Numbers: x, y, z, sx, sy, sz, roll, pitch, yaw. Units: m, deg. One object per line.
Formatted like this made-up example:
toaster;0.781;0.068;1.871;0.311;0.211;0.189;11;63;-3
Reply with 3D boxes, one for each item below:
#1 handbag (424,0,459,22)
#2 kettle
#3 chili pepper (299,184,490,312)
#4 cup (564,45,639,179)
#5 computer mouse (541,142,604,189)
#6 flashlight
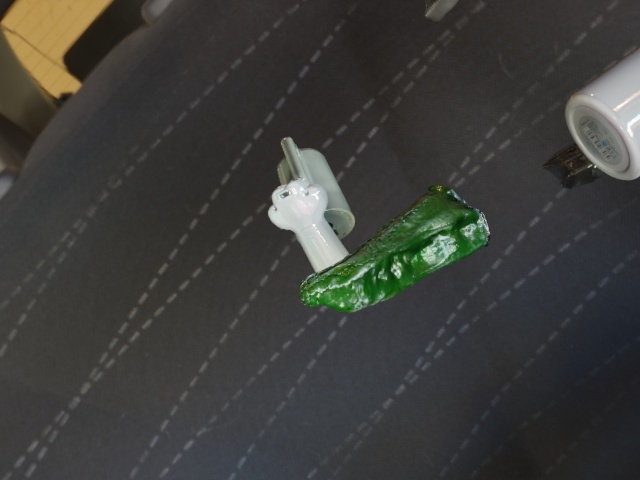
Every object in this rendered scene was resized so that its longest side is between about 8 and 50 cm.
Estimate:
handbag;-0.014;-0.286;0.319;0.178;0.302;0.274;-4;61;43
kettle;-0.021;-0.077;1.052;0.098;0.127;0.148;-44;50;32
chili pepper;0.063;0.011;0.602;0.227;0.088;0.059;-23;-33;-37
cup;0.319;-0.119;0.601;0.133;0.136;0.099;-36;38;-2
computer mouse;0.317;-0.090;0.760;0.079;0.047;0.135;-33;4;9
flashlight;0.000;0.000;0.943;0.093;0.200;0.047;-25;17;22
